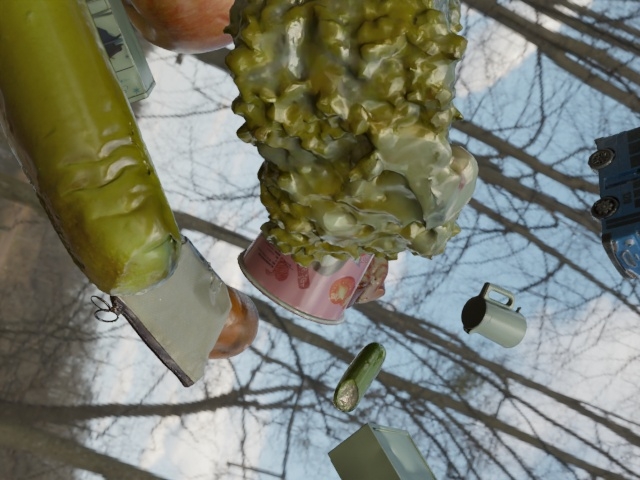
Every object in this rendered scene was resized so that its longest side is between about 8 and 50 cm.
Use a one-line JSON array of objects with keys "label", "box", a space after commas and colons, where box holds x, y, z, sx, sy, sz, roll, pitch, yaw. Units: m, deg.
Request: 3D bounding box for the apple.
[{"label": "apple", "box": [-0.318, -0.633, 1.801, 0.346, 0.391, 0.391, -41, -160, -5]}]

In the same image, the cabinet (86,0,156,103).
[{"label": "cabinet", "box": [-0.450, -0.380, 1.552, 0.145, 0.206, 0.150, -18, -157, 3]}]

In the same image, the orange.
[{"label": "orange", "box": [-0.274, 0.205, 1.957, 0.240, 0.240, 0.171, -46, -140, 46]}]

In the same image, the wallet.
[{"label": "wallet", "box": [-0.322, 0.142, 1.673, 0.068, 0.335, 0.274, 1, -132, 39]}]

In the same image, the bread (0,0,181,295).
[{"label": "bread", "box": [-0.253, -0.121, 0.744, 0.383, 0.112, 0.166, 67, -23, 4]}]

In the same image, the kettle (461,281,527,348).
[{"label": "kettle", "box": [0.441, 0.194, 1.909, 0.127, 0.148, 0.098, -48, -148, 26]}]

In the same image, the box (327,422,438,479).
[{"label": "box", "box": [0.156, 0.518, 1.592, 0.117, 0.225, 0.225, -40, -121, 12]}]

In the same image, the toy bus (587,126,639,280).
[{"label": "toy bus", "box": [0.510, -0.065, 1.204, 0.134, 0.116, 0.233, -17, -137, 33]}]

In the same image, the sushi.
[{"label": "sushi", "box": [0.040, -0.163, 0.818, 0.396, 0.240, 0.351, 76, 15, -56]}]

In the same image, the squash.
[{"label": "squash", "box": [0.092, 0.314, 1.772, 0.069, 0.069, 0.239, -50, 178, 41]}]

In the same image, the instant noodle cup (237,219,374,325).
[{"label": "instant noodle cup", "box": [0.000, 0.000, 1.442, 0.231, 0.243, 0.243, -58, -159, 13]}]

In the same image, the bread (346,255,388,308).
[{"label": "bread", "box": [0.008, 0.042, 1.908, 0.295, 0.328, 0.114, 54, -48, 22]}]
